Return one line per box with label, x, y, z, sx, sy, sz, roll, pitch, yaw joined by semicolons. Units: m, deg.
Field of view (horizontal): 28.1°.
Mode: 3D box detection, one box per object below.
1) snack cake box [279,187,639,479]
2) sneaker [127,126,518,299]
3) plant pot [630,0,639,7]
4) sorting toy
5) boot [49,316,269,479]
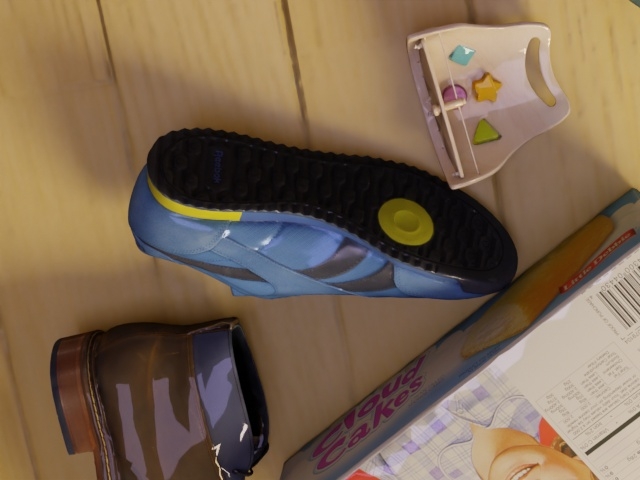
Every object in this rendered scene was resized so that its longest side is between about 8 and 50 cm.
snack cake box;0.120;0.118;0.695;0.264;0.089;0.152;-40;100;14
sneaker;0.000;0.000;0.696;0.209;0.069;0.082;12;139;-7
plant pot;0.231;-0.152;0.560;0.234;0.165;0.165;24;117;19
sorting toy;0.091;-0.080;0.671;0.075;0.045;0.083;-17;103;2
boot;-0.069;0.147;0.726;0.106;0.082;0.219;-16;101;12
